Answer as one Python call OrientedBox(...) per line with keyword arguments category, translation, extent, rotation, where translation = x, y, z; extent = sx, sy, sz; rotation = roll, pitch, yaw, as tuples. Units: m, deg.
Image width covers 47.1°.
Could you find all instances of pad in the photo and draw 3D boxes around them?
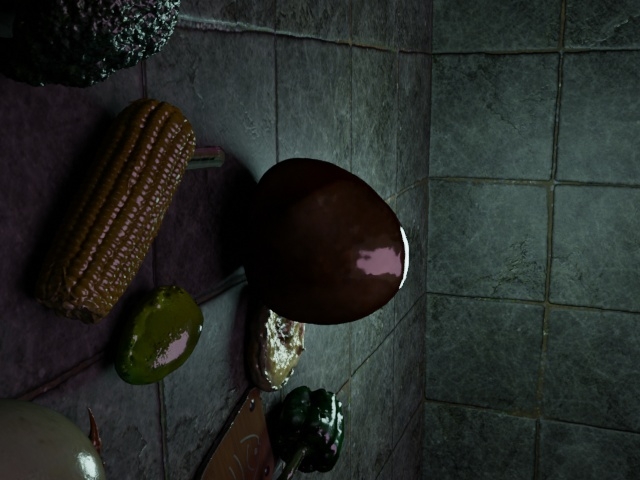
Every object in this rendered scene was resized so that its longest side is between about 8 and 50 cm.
OrientedBox(category="pad", translation=(-0.172, 0.495, 1.554), extent=(0.284, 0.018, 0.286), rotation=(-58, 147, -52))

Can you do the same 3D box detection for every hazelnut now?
OrientedBox(category="hazelnut", translation=(-0.001, 0.003, 1.486), extent=(0.366, 0.366, 0.365), rotation=(4, 90, -69))

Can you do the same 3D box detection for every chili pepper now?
OrientedBox(category="chili pepper", translation=(-0.032, 0.470, 1.710), extent=(0.261, 0.165, 0.173), rotation=(-73, 165, -50))

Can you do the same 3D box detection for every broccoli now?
OrientedBox(category="broccoli", translation=(-0.291, -0.315, 0.810), extent=(0.297, 0.297, 0.297), rotation=(34, 54, -22))

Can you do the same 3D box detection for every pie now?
OrientedBox(category="pie", translation=(-0.094, 0.203, 1.644), extent=(0.274, 0.055, 0.274), rotation=(5, 90, -70))

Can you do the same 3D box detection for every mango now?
OrientedBox(category="mango", translation=(-0.257, 0.151, 1.151), extent=(0.119, 0.100, 0.178), rotation=(47, 49, -14))

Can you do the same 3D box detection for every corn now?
OrientedBox(category="corn", translation=(-0.277, -0.046, 1.016), extent=(0.131, 0.131, 0.344), rotation=(64, 37, -53))

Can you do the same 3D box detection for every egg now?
OrientedBox(category="egg", translation=(-0.355, 0.267, 0.745), extent=(0.295, 0.218, 0.218), rotation=(37, 59, -55))

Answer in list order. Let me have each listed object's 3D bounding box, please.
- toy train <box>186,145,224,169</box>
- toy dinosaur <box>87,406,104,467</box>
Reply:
OrientedBox(category="toy train", translation=(-0.221, -0.138, 1.216), extent=(0.148, 0.071, 0.038), rotation=(-21, 114, -67))
OrientedBox(category="toy dinosaur", translation=(-0.333, 0.287, 1.055), extent=(0.026, 0.041, 0.113), rotation=(-31, 119, -61))
